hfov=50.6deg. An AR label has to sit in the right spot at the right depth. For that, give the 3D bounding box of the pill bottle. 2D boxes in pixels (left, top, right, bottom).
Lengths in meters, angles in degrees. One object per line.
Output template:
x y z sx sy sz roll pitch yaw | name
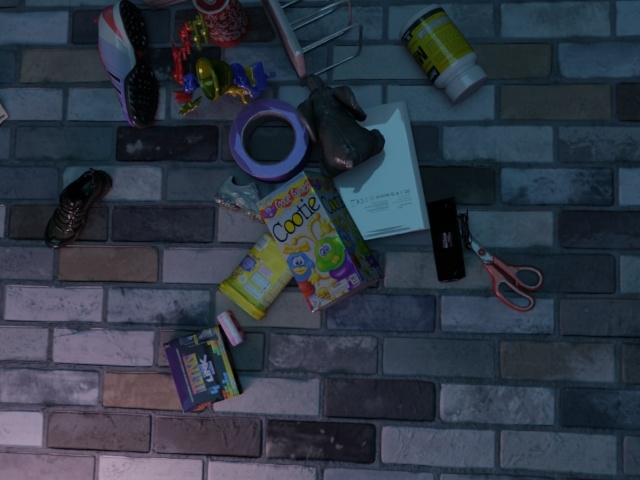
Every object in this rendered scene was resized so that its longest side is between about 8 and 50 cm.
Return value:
0.286 -0.428 1.560 0.119 0.119 0.208 -35 82 1 | pill bottle

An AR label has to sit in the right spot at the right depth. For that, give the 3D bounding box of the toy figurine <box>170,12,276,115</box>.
-0.197 -0.395 1.530 0.217 0.362 0.191 -7 96 -23 | toy figurine

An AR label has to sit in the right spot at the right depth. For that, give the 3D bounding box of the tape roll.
-0.116 -0.233 1.601 0.189 0.080 0.189 -1 84 6 | tape roll

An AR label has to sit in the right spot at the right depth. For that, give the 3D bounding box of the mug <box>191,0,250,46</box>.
-0.255 -0.544 1.599 0.150 0.169 0.113 9 86 6 | mug

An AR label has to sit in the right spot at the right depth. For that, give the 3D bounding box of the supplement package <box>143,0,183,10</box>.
-0.335 -0.714 1.636 0.262 0.145 0.204 -16 83 3 | supplement package

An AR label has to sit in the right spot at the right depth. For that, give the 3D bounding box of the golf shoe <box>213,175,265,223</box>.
-0.161 -0.096 1.601 0.176 0.069 0.086 24 81 6 | golf shoe

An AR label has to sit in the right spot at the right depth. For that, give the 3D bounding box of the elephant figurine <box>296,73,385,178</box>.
0.021 -0.269 1.494 0.169 0.186 0.239 -31 96 -35 | elephant figurine

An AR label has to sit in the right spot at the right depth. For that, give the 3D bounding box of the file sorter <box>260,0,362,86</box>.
-0.032 -0.544 1.569 0.173 0.193 0.278 -25 83 0 | file sorter

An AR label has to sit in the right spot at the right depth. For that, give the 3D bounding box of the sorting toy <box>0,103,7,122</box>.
-0.829 -0.322 1.700 0.075 0.045 0.083 43 89 1 | sorting toy

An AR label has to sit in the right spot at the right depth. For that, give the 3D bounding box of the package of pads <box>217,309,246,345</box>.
-0.207 0.204 1.581 0.032 0.050 0.083 -31 83 2 | package of pads

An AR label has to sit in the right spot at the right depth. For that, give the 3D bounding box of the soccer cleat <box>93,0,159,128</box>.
-0.479 -0.420 1.654 0.116 0.108 0.318 -12 86 27 | soccer cleat

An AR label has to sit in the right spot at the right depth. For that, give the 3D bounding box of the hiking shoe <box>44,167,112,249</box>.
-0.599 -0.081 1.615 0.086 0.114 0.227 33 88 8 | hiking shoe

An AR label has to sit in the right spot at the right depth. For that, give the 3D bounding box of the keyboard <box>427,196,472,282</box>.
0.307 -0.002 1.559 0.100 0.038 0.192 -10 85 38 | keyboard

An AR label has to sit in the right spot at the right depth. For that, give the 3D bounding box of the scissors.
0.377 0.047 1.554 0.297 0.021 0.109 35 90 8 | scissors

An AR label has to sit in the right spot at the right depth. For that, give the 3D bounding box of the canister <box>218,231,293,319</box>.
-0.135 0.081 1.576 0.126 0.073 0.170 39 88 8 | canister

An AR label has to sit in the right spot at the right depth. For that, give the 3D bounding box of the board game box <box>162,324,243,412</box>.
-0.274 0.299 1.580 0.141 0.048 0.170 -20 83 2 | board game box

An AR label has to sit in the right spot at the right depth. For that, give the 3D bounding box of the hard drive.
0.128 -0.158 1.589 0.203 0.040 0.308 -10 83 4 | hard drive

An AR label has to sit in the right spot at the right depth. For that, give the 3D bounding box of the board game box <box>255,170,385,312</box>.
0.000 0.000 1.511 0.144 0.142 0.275 -33 79 22 | board game box
